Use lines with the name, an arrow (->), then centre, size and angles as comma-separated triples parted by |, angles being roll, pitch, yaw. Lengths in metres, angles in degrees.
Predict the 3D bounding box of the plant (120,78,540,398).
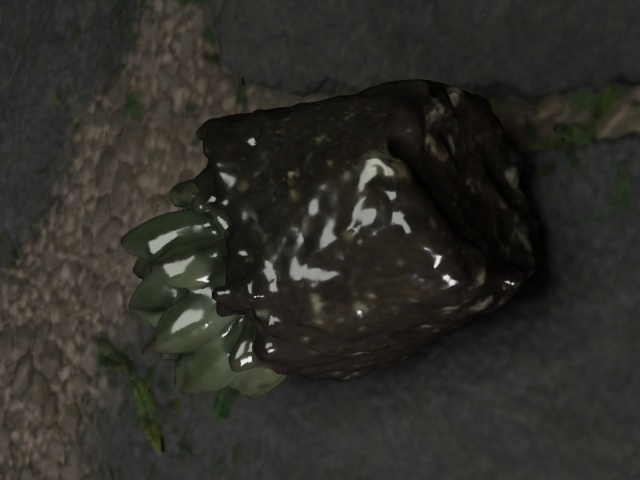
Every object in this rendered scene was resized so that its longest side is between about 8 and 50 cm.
plant -> 0.000, 0.000, 0.763 | 0.194, 0.129, 0.132 | -20, 67, 33
